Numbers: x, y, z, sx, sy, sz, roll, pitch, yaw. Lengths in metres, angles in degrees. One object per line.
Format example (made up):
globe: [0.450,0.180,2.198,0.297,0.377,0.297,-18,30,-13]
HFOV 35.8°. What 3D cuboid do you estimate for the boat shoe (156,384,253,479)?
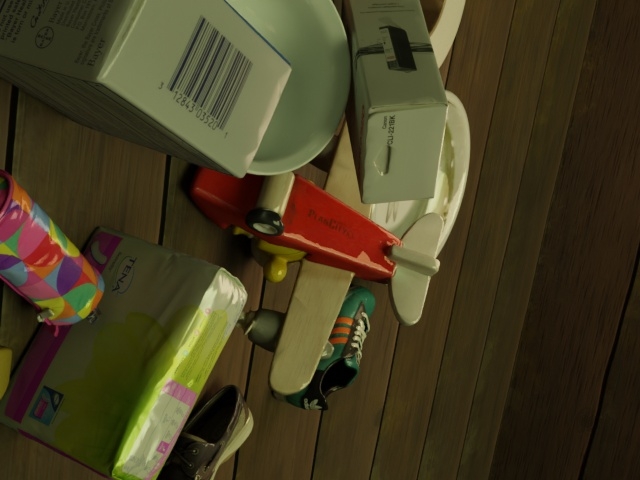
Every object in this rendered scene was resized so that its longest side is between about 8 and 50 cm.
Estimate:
boat shoe: [-0.207,0.344,1.592,0.285,0.103,0.092,-47,137,-42]

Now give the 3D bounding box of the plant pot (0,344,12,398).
plant pot: [-0.411,0.154,1.170,0.083,0.081,0.081,-19,121,-66]

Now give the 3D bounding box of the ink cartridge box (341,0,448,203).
ink cartridge box: [0.099,-0.216,1.447,0.197,0.114,0.272,91,-6,-51]

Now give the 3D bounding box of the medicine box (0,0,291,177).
medicine box: [-0.227,-0.209,1.063,0.263,0.289,0.149,34,79,-59]

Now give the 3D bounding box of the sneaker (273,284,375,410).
sneaker: [0.041,0.212,1.901,0.302,0.121,0.108,-51,144,-33]

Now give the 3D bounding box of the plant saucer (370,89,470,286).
plant saucer: [0.165,-0.109,1.957,0.400,0.101,0.400,-35,134,-46]

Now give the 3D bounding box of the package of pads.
package of pads: [-0.252,0.145,1.275,0.296,0.229,0.101,-64,149,-14]

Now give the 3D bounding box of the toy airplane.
toy airplane: [0.000,0.000,1.576,0.386,0.272,0.384,-27,96,-34]

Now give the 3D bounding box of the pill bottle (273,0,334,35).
pill bottle: [-0.034,-0.318,1.492,0.121,0.121,0.221,-46,141,-37]

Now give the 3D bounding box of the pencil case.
pencil case: [-0.348,0.017,1.181,0.104,0.104,0.236,-58,146,-23]

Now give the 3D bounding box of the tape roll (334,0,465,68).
tape roll: [0.152,-0.454,1.780,0.392,0.072,0.391,-36,135,-47]

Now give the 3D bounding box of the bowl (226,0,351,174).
bowl: [-0.111,-0.237,1.352,0.298,0.134,0.297,-3,95,-37]
